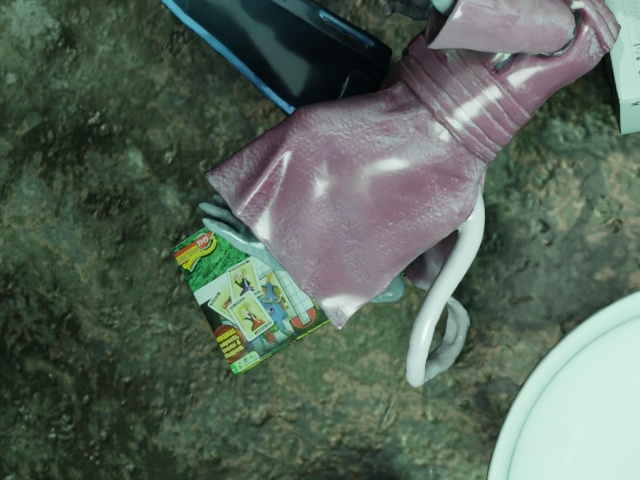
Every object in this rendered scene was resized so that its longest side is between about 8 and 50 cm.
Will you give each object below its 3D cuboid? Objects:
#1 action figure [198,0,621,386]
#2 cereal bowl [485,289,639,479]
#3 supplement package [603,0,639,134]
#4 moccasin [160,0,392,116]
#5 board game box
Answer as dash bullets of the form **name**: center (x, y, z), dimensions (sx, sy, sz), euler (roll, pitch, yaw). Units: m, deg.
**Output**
- **action figure**: center (0.096, -0.092, 0.640), dimensions (0.370, 0.248, 0.276), euler (-44, 81, 21)
- **cereal bowl**: center (0.283, 0.197, 0.649), dimensions (0.339, 0.141, 0.339), euler (-2, 79, 9)
- **supplement package**: center (0.272, -0.220, 0.699), dimensions (0.139, 0.134, 0.244), euler (-10, 83, 17)
- **moccasin**: center (-0.079, -0.235, 0.835), dimensions (0.342, 0.138, 0.117), euler (42, 95, 2)
- **board game box**: center (0.000, 0.000, 0.831), dimensions (0.259, 0.030, 0.136), euler (-32, 75, 14)
